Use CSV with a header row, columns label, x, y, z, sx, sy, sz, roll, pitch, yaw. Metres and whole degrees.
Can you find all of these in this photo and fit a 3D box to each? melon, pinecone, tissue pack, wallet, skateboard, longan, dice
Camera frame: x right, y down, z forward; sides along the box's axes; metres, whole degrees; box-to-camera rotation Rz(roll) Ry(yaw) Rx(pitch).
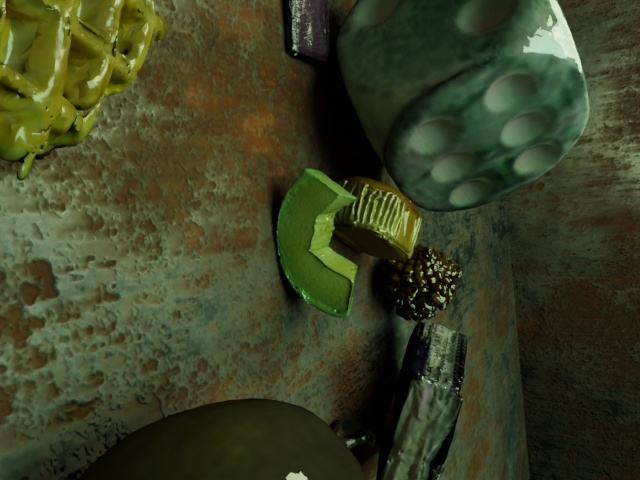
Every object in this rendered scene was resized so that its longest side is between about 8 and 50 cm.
label,x,y,z,sx,sy,sz,roll,pitch,yaw
melon,0.000,0.000,0.753,0.064,0.118,0.210,-30,125,-71
pinecone,0.195,0.088,1.035,0.173,0.173,0.174,11,77,-58
tissue pack,0.184,0.303,0.932,0.332,0.123,0.245,-20,126,-72
wallet,-0.020,-0.377,0.838,0.111,0.030,0.166,-6,92,-60
skateboard,0.037,0.321,0.806,0.151,0.080,0.067,-11,90,-61
longan,-0.086,0.272,0.418,0.297,0.297,0.297,11,77,-58
dice,0.242,-0.277,0.895,0.328,0.330,0.348,41,34,-48

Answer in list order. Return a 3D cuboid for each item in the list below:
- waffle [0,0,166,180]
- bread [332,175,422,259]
label,x,y,z,sx,sy,sz,roll,pitch,yaw
waffle,-0.200,-0.256,0.341,0.380,0.095,0.382,89,7,-45
bread,0.096,-0.038,0.884,0.190,0.132,0.114,26,79,-57
